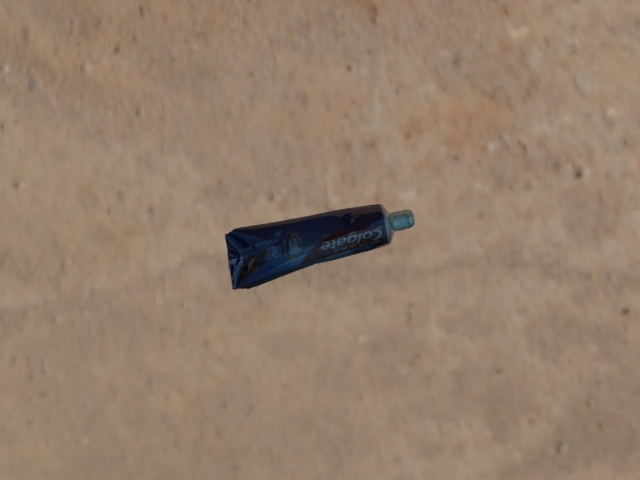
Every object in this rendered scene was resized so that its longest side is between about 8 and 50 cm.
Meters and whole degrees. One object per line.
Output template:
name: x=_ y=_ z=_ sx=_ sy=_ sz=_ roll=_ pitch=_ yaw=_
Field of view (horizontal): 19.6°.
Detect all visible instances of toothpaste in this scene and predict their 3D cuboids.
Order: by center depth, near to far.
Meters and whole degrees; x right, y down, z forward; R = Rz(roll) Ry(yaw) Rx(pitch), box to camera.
toothpaste: x=0.000 y=0.000 z=0.796 sx=0.083 sy=0.019 sz=0.027 roll=-13 pitch=84 yaw=-4
